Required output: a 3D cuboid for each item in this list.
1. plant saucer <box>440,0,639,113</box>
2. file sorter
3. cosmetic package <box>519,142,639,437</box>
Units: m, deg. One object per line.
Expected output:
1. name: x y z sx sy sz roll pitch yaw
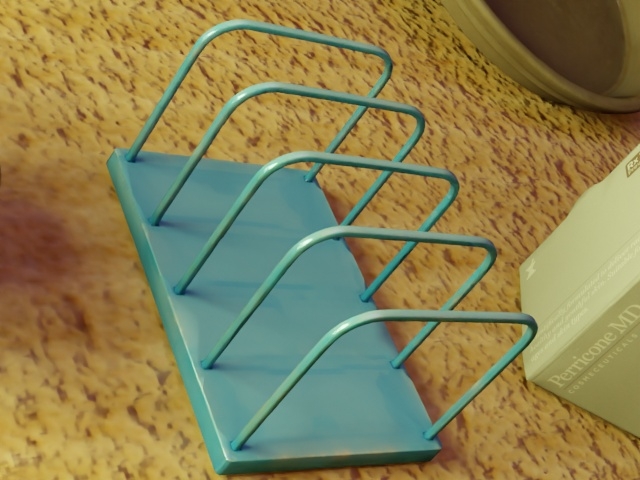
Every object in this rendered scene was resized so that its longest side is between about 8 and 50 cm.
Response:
1. plant saucer: 0.158 -0.209 0.913 0.277 0.041 0.278 23 51 -31
2. file sorter: 0.000 0.000 0.547 0.118 0.104 0.170 5 47 -38
3. cosmetic package: 0.237 0.057 0.673 0.238 0.127 0.107 24 38 -16
